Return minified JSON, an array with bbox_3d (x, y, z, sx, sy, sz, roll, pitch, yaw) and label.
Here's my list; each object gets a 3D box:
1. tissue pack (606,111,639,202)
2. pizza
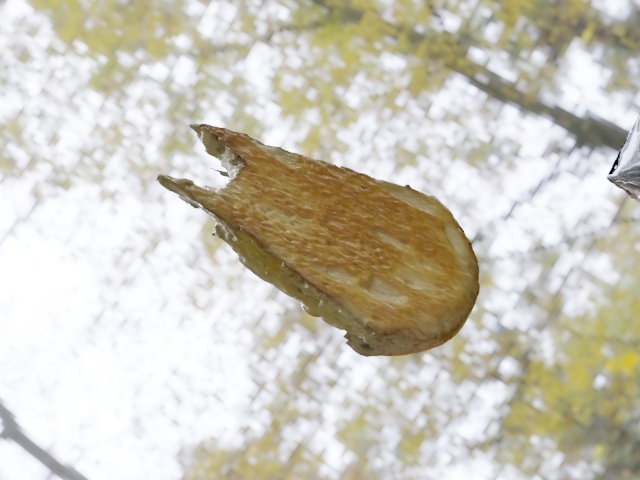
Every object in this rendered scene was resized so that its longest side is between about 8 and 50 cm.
[{"bbox_3d":[0.438,-0.155,1.760,0.123,0.245,0.332,34,-97,-51],"label":"tissue pack"},{"bbox_3d":[0.000,0.000,1.330,0.262,0.181,0.034,22,-52,-18],"label":"pizza"}]
